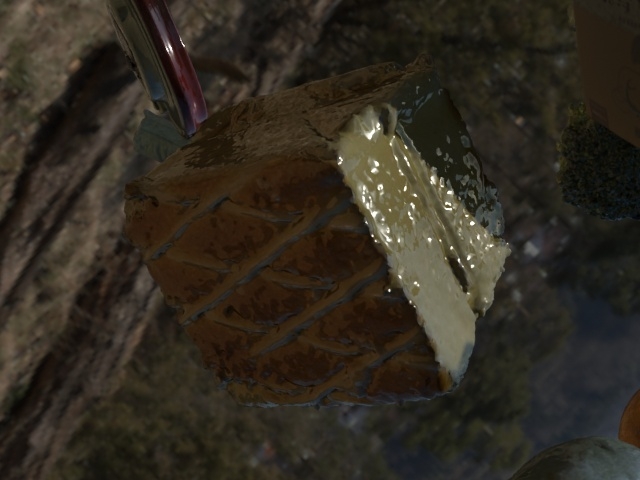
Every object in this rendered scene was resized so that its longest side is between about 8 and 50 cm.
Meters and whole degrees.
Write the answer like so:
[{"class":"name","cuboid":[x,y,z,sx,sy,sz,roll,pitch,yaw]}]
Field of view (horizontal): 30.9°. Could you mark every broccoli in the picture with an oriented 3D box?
[{"class":"broccoli","cuboid":[0.497,-0.148,1.835,0.263,0.247,0.243,113,-2,-46]}]

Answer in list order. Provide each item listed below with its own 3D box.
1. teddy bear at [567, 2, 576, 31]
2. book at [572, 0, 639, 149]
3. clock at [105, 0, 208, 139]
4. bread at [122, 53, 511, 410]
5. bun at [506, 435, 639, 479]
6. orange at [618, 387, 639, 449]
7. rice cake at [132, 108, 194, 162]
[{"class":"teddy bear","cuboid":[0.509,-0.342,2.040,0.376,0.327,0.362,1,120,-20]},{"class":"book","cuboid":[0.406,-0.265,1.440,0.032,0.269,0.388,-28,129,-14]},{"class":"clock","cuboid":[-0.264,-0.300,1.754,0.080,0.318,0.318,-25,165,-7]},{"class":"bread","cuboid":[0.000,0.000,1.471,0.390,0.371,0.279,-12,-155,37]},{"class":"bun","cuboid":[0.285,0.382,1.259,0.362,0.362,0.211,-39,-154,-19]},{"class":"orange","cuboid":[0.631,0.338,1.977,0.240,0.240,0.240,-41,168,-11]},{"class":"rice cake","cuboid":[-0.228,-0.150,1.980,0.069,0.207,0.063,-55,168,-56]}]
